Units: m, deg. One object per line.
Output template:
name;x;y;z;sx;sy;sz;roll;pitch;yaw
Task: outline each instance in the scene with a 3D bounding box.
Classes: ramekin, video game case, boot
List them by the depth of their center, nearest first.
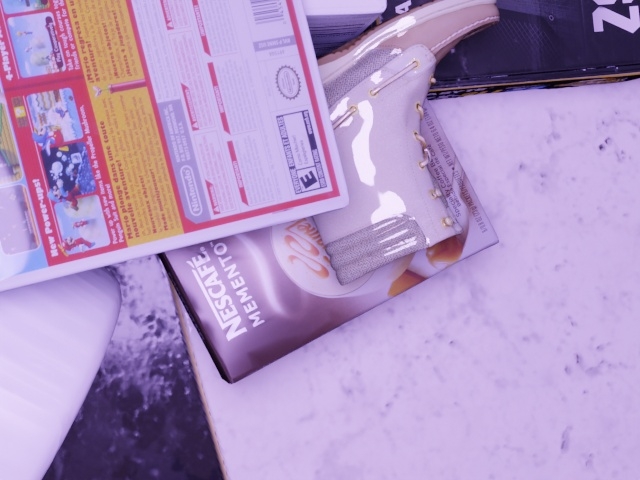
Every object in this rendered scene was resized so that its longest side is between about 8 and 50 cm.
video game case;-0.133;-0.088;0.650;0.285;0.025;0.204;-14;92;-23
ramekin;-0.255;0.105;0.741;0.135;0.277;0.277;31;84;-15
boot;0.069;-0.080;0.798;0.213;0.077;0.165;-30;89;-5

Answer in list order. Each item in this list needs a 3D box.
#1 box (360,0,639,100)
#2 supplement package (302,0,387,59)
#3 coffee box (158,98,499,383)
box;0.152;-0.289;0.916;0.257;0.079;0.322;-6;90;-12
supplement package;-0.048;-0.246;0.815;0.149;0.203;0.194;-3;90;-11
coffee box;0.000;0.000;0.870;0.246;0.098;0.141;-28;91;-10
